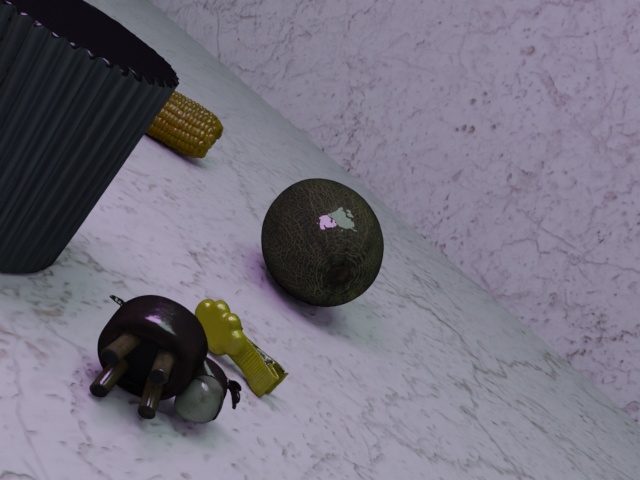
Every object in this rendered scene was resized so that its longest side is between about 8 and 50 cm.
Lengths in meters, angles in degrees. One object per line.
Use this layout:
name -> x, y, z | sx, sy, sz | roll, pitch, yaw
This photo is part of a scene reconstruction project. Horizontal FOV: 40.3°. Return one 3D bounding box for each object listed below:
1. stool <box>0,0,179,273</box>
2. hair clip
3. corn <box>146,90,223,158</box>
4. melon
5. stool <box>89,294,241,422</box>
stool -> -0.402, -0.157, 1.180 | 0.297, 0.330, 0.297 | 32, 15, -10
hair clip -> -0.128, 0.158, 1.301 | 0.173, 0.072, 0.046 | 47, 15, 13
corn -> -0.399, -0.321, 2.082 | 0.344, 0.131, 0.131 | 33, 15, -4
melon -> 0.000, 0.000, 1.727 | 0.237, 0.237, 0.302 | 27, 16, -24
stool -> -0.192, 0.159, 1.072 | 0.217, 0.125, 0.121 | 49, 28, -19
